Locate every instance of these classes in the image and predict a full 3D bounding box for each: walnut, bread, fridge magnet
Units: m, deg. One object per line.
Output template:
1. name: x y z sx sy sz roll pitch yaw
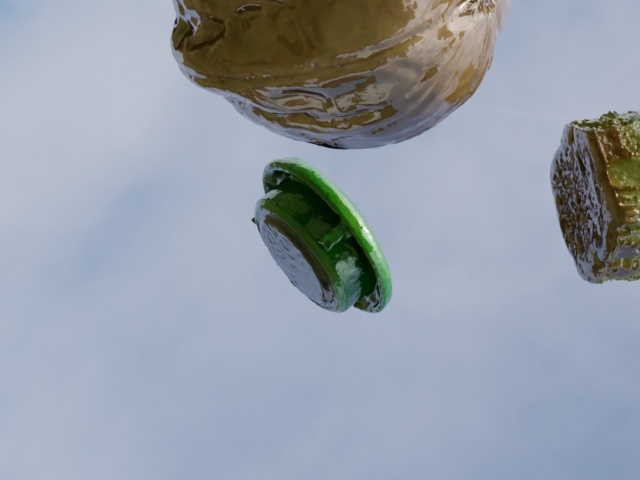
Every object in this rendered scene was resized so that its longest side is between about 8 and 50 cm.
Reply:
1. walnut: 0.007 -0.162 0.711 0.228 0.228 0.228 -12 -109 40
2. bread: 0.235 -0.039 0.883 0.128 0.069 0.140 93 -9 -55
3. fridge magnet: 0.000 0.000 1.242 0.088 0.208 0.208 -38 -134 -17
